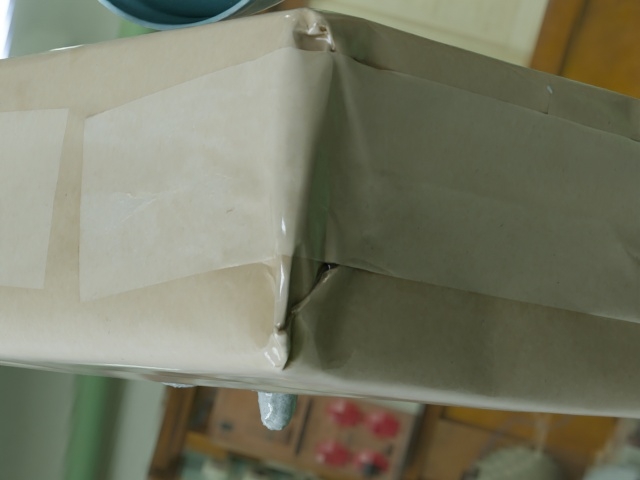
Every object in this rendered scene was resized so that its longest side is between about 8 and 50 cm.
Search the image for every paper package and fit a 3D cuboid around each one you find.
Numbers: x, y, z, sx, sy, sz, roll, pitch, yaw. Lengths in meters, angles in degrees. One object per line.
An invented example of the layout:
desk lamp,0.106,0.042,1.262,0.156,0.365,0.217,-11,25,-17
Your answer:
paper package,0.000,0.000,1.022,0.325,0.309,0.168,-2,80,50

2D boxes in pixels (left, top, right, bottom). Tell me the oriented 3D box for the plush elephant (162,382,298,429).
plush elephant,-0.035,0.063,1.902,0.330,0.272,0.255,78,-157,-57

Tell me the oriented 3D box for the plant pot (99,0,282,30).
plant pot,-0.070,-0.332,1.680,0.196,0.293,0.293,-10,-60,-53
